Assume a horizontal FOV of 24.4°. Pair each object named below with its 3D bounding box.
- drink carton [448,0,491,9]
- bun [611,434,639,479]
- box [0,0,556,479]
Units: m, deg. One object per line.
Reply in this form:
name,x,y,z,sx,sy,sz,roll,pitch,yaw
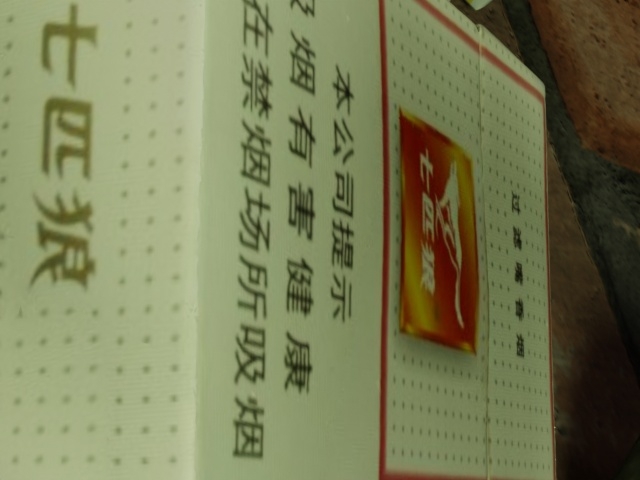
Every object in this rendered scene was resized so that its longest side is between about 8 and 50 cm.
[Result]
drink carton,0.114,-0.222,1.054,0.084,0.074,0.200,43,33,-20
bun,0.305,0.218,0.735,0.362,0.362,0.211,35,78,-30
box,-0.001,-0.001,0.566,0.330,0.095,0.210,23,65,-63
